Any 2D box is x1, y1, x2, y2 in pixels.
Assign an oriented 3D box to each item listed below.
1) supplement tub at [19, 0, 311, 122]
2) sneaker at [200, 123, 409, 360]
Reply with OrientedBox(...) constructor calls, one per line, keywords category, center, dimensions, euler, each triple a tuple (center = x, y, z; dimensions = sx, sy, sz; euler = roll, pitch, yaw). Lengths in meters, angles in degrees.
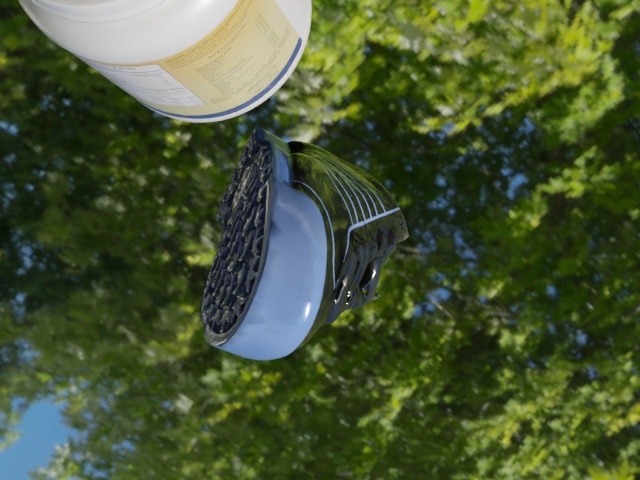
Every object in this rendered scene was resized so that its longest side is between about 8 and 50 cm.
OrientedBox(category="supplement tub", center=(-0.145, -0.252, 0.940), dimensions=(0.228, 0.316, 0.228), euler=(-2, -98, 11))
OrientedBox(category="sneaker", center=(0.000, 0.000, 0.484), dimensions=(0.232, 0.090, 0.081), euler=(-98, -148, -71))
